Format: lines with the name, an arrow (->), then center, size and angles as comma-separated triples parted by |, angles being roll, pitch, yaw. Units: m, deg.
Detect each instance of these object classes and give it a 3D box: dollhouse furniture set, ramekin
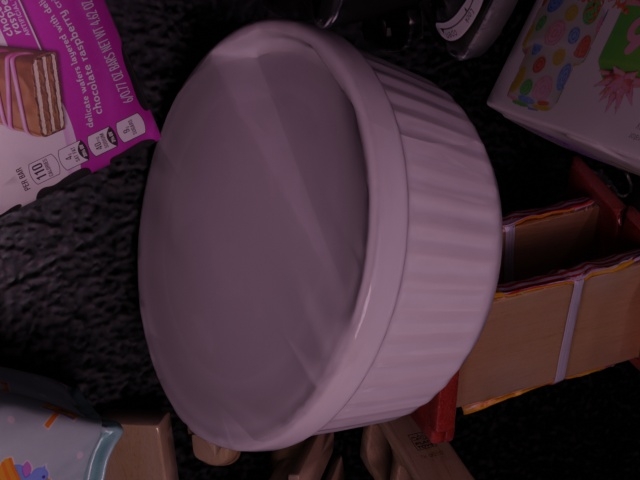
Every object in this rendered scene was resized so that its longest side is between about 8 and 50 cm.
dollhouse furniture set -> 0.133, 0.145, 1.007 | 0.201, 0.152, 0.374 | -11, 126, -20
ramekin -> 0.000, 0.000, 0.828 | 0.127, 0.273, 0.272 | 5, 103, -35
dollhouse furniture set -> -0.069, 0.177, 0.974 | 0.151, 0.123, 0.144 | -1, 108, 14

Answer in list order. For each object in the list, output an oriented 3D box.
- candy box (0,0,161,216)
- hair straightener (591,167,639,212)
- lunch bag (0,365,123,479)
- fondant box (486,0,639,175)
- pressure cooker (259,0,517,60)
candy box -> -0.237, -0.088, 0.794 | 0.233, 0.071, 0.159 | -29, 114, -17
hair straightener -> 0.260, -0.059, 1.032 | 0.089, 0.047, 0.230 | -2, 106, -22
lunch bag -> -0.274, 0.208, 0.826 | 0.223, 0.160, 0.262 | 15, 93, -26
fondant box -> 0.282, -0.201, 0.892 | 0.096, 0.238, 0.330 | 24, 95, -32
pressure cooker -> 0.067, -0.308, 0.702 | 0.420, 0.370, 0.375 | -17, 118, -17
